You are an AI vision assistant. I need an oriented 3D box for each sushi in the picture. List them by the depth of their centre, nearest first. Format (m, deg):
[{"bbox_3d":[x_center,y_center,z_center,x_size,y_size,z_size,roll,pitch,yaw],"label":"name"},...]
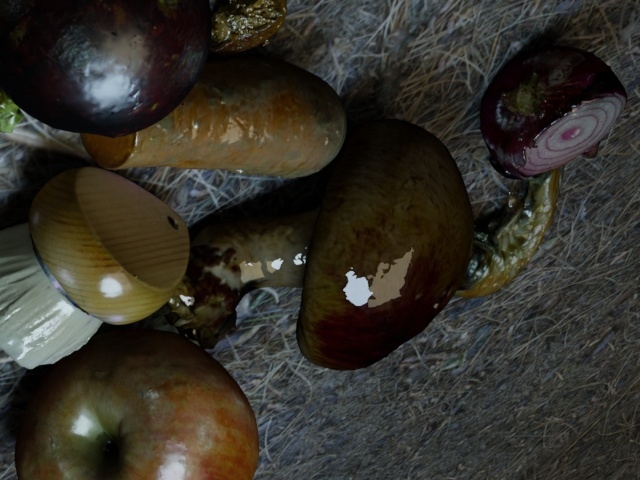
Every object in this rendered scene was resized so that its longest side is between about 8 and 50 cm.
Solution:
[{"bbox_3d":[-0.079,-0.232,1.525,0.118,0.061,0.060,-44,162,5],"label":"sushi"}]

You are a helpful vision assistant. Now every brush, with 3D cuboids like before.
[{"bbox_3d":[-0.250,0.030,1.580,0.166,0.174,0.266,-36,170,18],"label":"brush"}]

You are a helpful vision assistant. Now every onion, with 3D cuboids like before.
[{"bbox_3d":[0.323,-0.173,1.995,0.195,0.140,0.218,-48,150,17],"label":"onion"}]

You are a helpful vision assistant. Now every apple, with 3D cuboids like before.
[{"bbox_3d":[-0.213,0.251,1.773,0.301,0.301,0.301,-30,148,-21],"label":"apple"}]

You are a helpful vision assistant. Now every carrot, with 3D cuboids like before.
[{"bbox_3d":[-0.103,-0.133,1.555,0.302,0.139,0.139,-5,133,-46],"label":"carrot"}]

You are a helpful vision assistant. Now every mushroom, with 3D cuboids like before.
[{"bbox_3d":[0.011,0.010,1.822,0.331,0.356,0.334,58,43,-57],"label":"mushroom"}]

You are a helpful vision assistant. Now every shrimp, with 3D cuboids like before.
[{"bbox_3d":[0.242,-0.037,2.137,0.272,0.085,0.445,-56,151,12],"label":"shrimp"}]

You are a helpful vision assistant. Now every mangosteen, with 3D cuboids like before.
[{"bbox_3d":[-0.232,-0.172,1.267,0.289,0.231,0.231,-42,151,15],"label":"mangosteen"}]
